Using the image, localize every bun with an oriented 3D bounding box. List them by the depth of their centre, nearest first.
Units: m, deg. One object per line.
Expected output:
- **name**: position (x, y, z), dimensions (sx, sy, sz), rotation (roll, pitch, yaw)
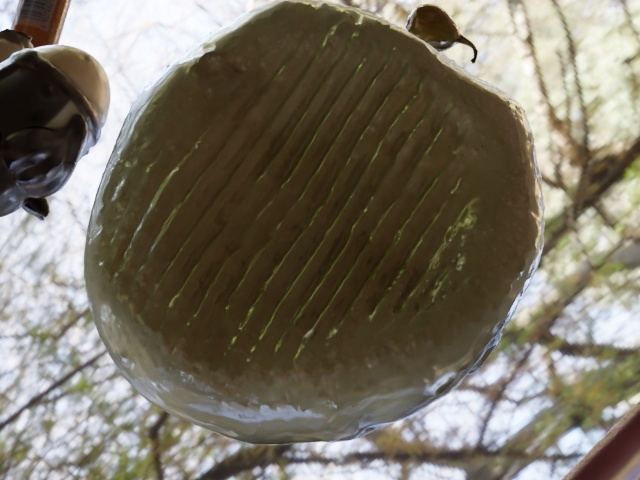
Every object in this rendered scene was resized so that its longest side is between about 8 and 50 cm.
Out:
- **bun**: position (0.000, 0.000, 0.583), dimensions (0.231, 0.133, 0.231), rotation (-2, -113, 5)

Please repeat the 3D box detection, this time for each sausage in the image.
- **sausage**: position (-0.280, -0.317, 1.273), dimensions (0.053, 0.053, 0.348), rotation (20, -106, -26)

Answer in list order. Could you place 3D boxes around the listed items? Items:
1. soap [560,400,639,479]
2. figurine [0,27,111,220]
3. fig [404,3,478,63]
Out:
- **soap**: position (0.473, 0.363, 1.635), dimensions (0.359, 0.128, 0.233), rotation (-30, -62, -40)
- **figurine**: position (-0.333, -0.033, 0.866), dimensions (0.306, 0.241, 0.412), rotation (27, -122, 19)
- **fig**: position (0.126, -0.209, 1.206), dimensions (0.083, 0.050, 0.050), rotation (26, -139, -7)
